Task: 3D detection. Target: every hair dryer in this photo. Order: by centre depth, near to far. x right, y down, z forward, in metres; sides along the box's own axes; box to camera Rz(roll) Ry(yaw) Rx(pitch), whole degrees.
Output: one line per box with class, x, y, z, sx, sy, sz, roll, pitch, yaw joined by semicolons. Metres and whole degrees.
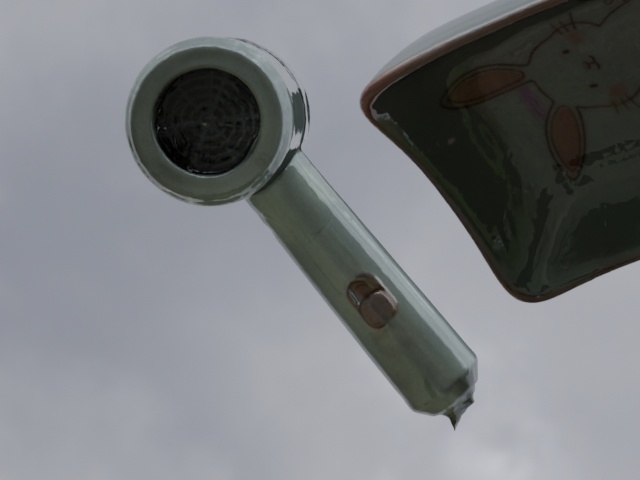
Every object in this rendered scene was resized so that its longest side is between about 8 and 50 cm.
hair dryer;0.000;0.000;0.575;0.047;0.082;0.137;-39;-87;6

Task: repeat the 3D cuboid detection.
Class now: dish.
dish;0.143;-0.067;0.857;0.212;0.077;0.151;-18;-51;33
